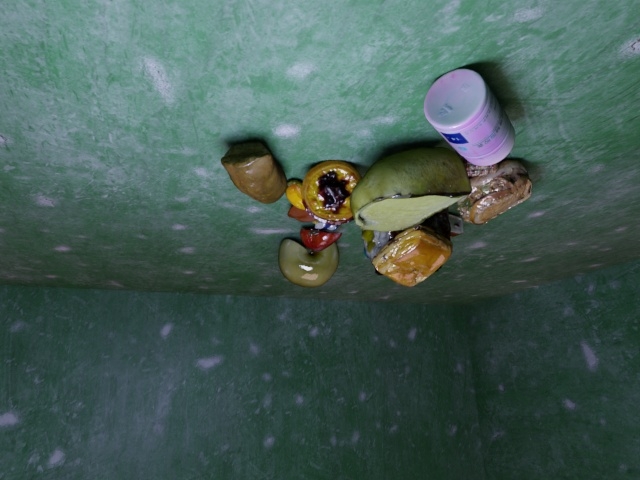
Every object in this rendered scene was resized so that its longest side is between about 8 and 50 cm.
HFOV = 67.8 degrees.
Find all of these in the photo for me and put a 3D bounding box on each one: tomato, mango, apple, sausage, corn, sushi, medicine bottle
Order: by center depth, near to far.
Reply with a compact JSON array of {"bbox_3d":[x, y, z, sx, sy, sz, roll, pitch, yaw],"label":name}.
[{"bbox_3d":[0.379,-0.297,1.191,0.152,0.152,0.254,-14,158,34],"label":"medicine bottle"},{"bbox_3d":[0.443,-0.238,1.520,0.237,0.079,0.079,-2,163,13],"label":"corn"},{"bbox_3d":[-0.075,-0.167,1.705,0.101,0.066,0.187,0,159,20],"label":"mango"},{"bbox_3d":[0.036,-0.122,1.804,0.348,0.094,0.097,-3,169,24],"label":"sausage"},{"bbox_3d":[0.325,-0.017,1.826,0.294,0.299,0.281,2,162,-16],"label":"sushi"},{"bbox_3d":[0.000,0.000,2.105,0.189,0.099,0.173,8,-179,23],"label":"tomato"},{"bbox_3d":[-0.058,0.113,2.303,0.295,0.233,0.258,3,158,-12],"label":"apple"}]

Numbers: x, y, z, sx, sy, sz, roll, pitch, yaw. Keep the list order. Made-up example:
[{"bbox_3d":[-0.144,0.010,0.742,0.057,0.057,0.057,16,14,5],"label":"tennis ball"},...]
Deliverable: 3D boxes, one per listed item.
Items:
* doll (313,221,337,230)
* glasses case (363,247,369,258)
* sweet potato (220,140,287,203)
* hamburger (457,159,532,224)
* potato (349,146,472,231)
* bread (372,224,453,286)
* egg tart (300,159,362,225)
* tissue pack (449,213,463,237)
[{"bbox_3d":[0.026,-0.070,2.027,0.098,0.058,0.143,-26,154,34],"label":"doll"},{"bbox_3d":[0.305,0.027,2.346,0.117,0.070,0.301,2,163,-8],"label":"glasses case"},{"bbox_3d":[-0.183,-0.193,1.472,0.157,0.158,0.370,-6,161,12],"label":"sweet potato"},{"bbox_3d":[0.591,-0.158,1.633,0.243,0.146,0.286,-8,153,-29],"label":"hamburger"},{"bbox_3d":[0.219,-0.172,1.421,0.280,0.213,0.330,0,160,-26],"label":"potato"},{"bbox_3d":[0.320,0.059,1.632,0.210,0.099,0.235,26,125,-30],"label":"bread"},{"bbox_3d":[0.039,-0.149,1.572,0.215,0.215,0.171,0,176,-5],"label":"egg tart"},{"bbox_3d":[0.482,-0.050,2.083,0.183,0.092,0.226,8,162,-30],"label":"tissue pack"}]
